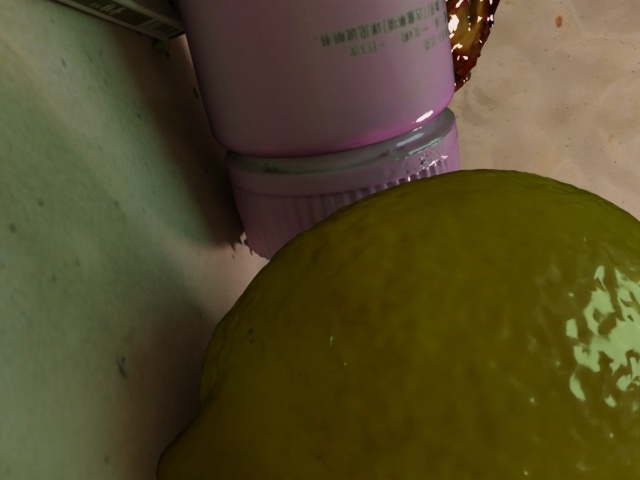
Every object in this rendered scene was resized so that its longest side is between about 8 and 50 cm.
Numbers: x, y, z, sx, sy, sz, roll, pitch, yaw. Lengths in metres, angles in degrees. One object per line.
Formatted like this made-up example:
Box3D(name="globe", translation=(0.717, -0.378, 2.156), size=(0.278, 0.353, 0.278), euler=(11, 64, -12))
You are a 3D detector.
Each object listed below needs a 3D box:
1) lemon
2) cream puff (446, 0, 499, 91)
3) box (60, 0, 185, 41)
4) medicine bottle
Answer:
Box3D(name="lemon", translation=(0.068, 0.088, 0.435), size=(0.245, 0.320, 0.245), euler=(39, -44, 50))
Box3D(name="cream puff", translation=(0.036, -0.282, 0.827), size=(0.350, 0.229, 0.350), euler=(63, -9, 17))
Box3D(name="box", translation=(-0.140, -0.188, 0.478), size=(0.198, 0.029, 0.109), euler=(-18, 89, -76))
Box3D(name="medicine bottle", translation=(-0.002, -0.145, 0.549), size=(0.178, 0.178, 0.290), euler=(-77, 156, -63))
